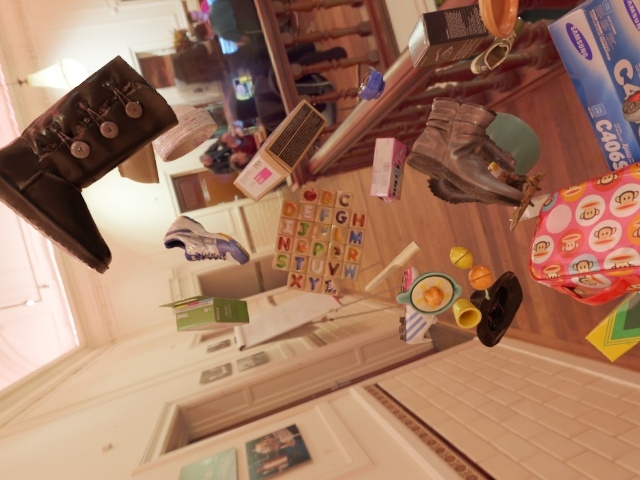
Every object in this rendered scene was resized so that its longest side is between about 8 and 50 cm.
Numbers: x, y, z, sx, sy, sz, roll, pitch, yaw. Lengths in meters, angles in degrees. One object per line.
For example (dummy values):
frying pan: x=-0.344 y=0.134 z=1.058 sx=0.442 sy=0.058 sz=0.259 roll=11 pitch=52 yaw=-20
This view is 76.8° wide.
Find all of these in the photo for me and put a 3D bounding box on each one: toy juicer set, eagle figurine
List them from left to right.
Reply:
toy juicer set: x=0.310 y=0.108 z=1.065 sx=0.089 sy=0.328 sz=0.209 roll=-96 pitch=26 yaw=-64
eagle figurine: x=0.521 y=-0.203 z=1.252 sx=0.298 sy=0.226 sz=0.225 roll=32 pitch=149 yaw=34

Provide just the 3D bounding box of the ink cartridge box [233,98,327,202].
ink cartridge box: x=-0.108 y=-0.223 z=1.037 sx=0.088 sy=0.193 sz=0.234 roll=40 pitch=151 yaw=-16

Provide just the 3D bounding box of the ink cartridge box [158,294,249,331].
ink cartridge box: x=-0.270 y=0.178 z=0.963 sx=0.209 sy=0.108 sz=0.062 roll=31 pitch=-133 yaw=-68

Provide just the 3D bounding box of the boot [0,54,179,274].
boot: x=-0.538 y=-0.188 z=1.030 sx=0.146 sy=0.445 sz=0.367 roll=6 pitch=141 yaw=47

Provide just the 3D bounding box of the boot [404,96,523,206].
boot: x=0.411 y=-0.243 z=1.071 sx=0.338 sy=0.223 sz=0.118 roll=30 pitch=-171 yaw=18

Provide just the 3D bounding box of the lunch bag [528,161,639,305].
lunch bag: x=0.559 y=0.003 z=0.792 sx=0.293 sy=0.120 sz=0.258 roll=-27 pitch=41 yaw=68

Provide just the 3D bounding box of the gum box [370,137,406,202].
gum box: x=0.214 y=-0.215 z=1.269 sx=0.062 sy=0.107 sz=0.189 roll=7 pitch=91 yaw=33

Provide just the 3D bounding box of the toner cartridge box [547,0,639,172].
toner cartridge box: x=0.609 y=-0.321 z=0.817 sx=0.348 sy=0.165 sz=0.075 roll=57 pitch=162 yaw=-12

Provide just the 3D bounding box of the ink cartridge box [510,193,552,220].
ink cartridge box: x=0.886 y=-0.138 z=1.681 sx=0.104 sy=0.181 sz=0.062 roll=-110 pitch=1 yaw=-86

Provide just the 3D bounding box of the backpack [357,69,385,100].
backpack: x=0.224 y=-0.660 z=1.708 sx=0.120 sy=0.101 sz=0.098 roll=142 pitch=141 yaw=-80

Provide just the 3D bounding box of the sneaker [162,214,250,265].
sneaker: x=-0.384 y=0.033 z=1.355 sx=0.112 sy=0.296 sz=0.131 roll=98 pitch=-162 yaw=-56

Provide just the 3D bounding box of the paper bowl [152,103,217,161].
paper bowl: x=-0.600 y=-0.474 z=1.743 sx=0.148 sy=0.284 sz=0.284 roll=55 pitch=169 yaw=-8

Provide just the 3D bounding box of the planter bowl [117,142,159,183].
planter bowl: x=-0.572 y=-0.250 z=1.254 sx=0.162 sy=0.109 sz=0.162 roll=170 pitch=90 yaw=-73

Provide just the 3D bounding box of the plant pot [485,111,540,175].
plant pot: x=0.633 y=-0.292 z=1.534 sx=0.293 sy=0.235 sz=0.293 roll=36 pitch=158 yaw=17

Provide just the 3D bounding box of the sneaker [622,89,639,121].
sneaker: x=0.607 y=-0.186 z=0.621 sx=0.104 sy=0.261 sz=0.125 roll=-80 pitch=-14 yaw=-67

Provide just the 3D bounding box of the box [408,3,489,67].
box: x=0.411 y=-0.663 z=1.317 sx=0.153 sy=0.207 sz=0.108 roll=152 pitch=106 yaw=-84

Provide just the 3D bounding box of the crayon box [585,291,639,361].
crayon box: x=1.017 y=0.174 z=1.226 sx=0.106 sy=0.362 sz=0.313 roll=47 pitch=139 yaw=31

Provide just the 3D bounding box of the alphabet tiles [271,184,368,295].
alphabet tiles: x=0.000 y=0.000 z=1.316 sx=0.011 sy=0.285 sz=0.343 roll=136 pitch=143 yaw=-87

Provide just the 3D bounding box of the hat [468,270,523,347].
hat: x=0.721 y=0.278 z=1.732 sx=0.134 sy=0.331 sz=0.331 roll=18 pitch=124 yaw=53

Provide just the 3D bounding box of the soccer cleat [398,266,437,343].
soccer cleat: x=0.380 y=0.250 z=1.551 sx=0.116 sy=0.143 sz=0.331 roll=-77 pitch=-13 yaw=-65

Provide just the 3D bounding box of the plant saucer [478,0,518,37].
plant saucer: x=0.429 y=-0.596 z=0.977 sx=0.037 sy=0.200 sz=0.200 roll=8 pitch=117 yaw=42

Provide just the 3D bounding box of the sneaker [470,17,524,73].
sneaker: x=0.539 y=-0.571 z=1.189 sx=0.064 sy=0.192 sz=0.086 roll=39 pitch=-169 yaw=-20
